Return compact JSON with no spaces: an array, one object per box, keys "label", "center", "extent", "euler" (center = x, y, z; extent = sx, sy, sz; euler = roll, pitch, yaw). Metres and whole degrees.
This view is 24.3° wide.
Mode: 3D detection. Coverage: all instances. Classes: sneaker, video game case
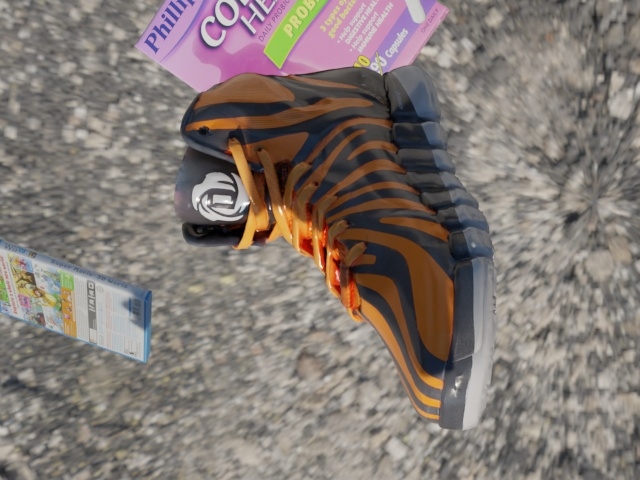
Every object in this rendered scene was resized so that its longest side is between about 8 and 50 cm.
[{"label":"sneaker","center":[0.000,0.000,0.935],"extent":[0.180,0.321,0.124],"euler":[-1,126,-10]},{"label":"video game case","center":[-0.249,0.061,1.492],"extent":[0.166,0.119,0.015],"euler":[18,54,6]}]

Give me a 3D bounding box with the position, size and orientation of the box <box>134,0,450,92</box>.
[{"label":"box","center":[-0.025,-0.218,1.521],"extent":[0.243,0.117,0.213],"euler":[36,100,-1]}]
